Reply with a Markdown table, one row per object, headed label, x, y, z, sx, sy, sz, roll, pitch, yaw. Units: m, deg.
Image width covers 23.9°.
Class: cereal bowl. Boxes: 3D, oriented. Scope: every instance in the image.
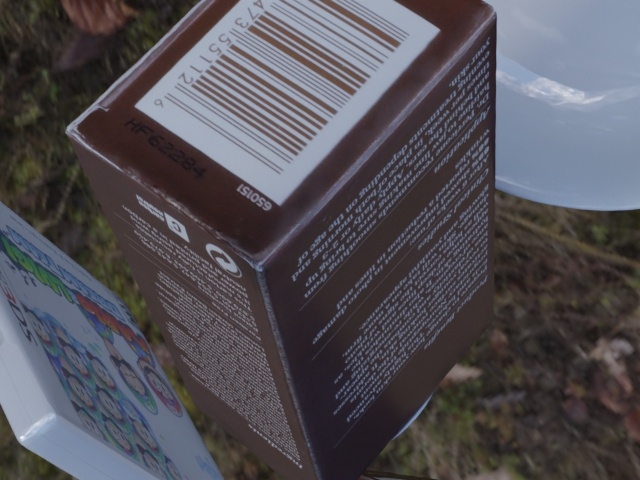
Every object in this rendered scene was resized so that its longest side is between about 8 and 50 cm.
| label | x | y | z | sx | sy | sz | roll | pitch | yaw |
| --- | --- | --- | --- | --- | --- | --- | --- | --- | --- |
| cereal bowl | 0.156 | -0.188 | 0.928 | 0.339 | 0.141 | 0.339 | 20 | 139 | 18 |

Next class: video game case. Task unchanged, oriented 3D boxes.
| label | x | y | z | sx | sy | sz | roll | pitch | yaw |
| --- | --- | --- | --- | --- | --- | --- | --- | --- | --- |
| video game case | -0.091 | 0.045 | 0.575 | 0.019 | 0.143 | 0.157 | -37 | 145 | 3 |

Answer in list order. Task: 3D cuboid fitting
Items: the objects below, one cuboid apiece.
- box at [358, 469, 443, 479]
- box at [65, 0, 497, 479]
| label | x | y | z | sx | sy | sz | roll | pitch | yaw |
| --- | --- | --- | --- | --- | --- | --- | --- | --- | --- |
| box | 0.106 | 0.287 | 1.094 | 0.167 | 0.168 | 0.203 | 15 | 87 | -42 |
| box | 0.000 | 0.000 | 0.907 | 0.191 | 0.143 | 0.381 | -47 | 156 | -18 |
